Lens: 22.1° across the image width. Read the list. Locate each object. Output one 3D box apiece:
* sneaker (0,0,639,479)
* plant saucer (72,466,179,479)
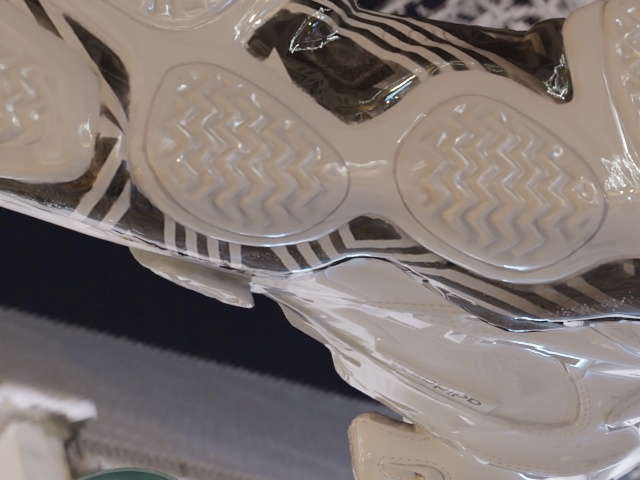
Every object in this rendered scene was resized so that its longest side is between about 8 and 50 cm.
[{"bbox_3d":[0.000,0.000,0.573,0.366,0.137,0.210,11,-35,-5],"label":"sneaker"},{"bbox_3d":[-0.113,0.163,0.824,0.119,0.021,0.119,-12,-65,-27],"label":"plant saucer"}]
